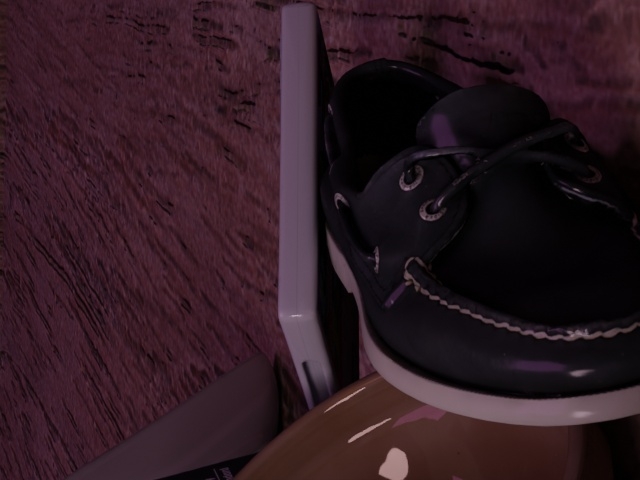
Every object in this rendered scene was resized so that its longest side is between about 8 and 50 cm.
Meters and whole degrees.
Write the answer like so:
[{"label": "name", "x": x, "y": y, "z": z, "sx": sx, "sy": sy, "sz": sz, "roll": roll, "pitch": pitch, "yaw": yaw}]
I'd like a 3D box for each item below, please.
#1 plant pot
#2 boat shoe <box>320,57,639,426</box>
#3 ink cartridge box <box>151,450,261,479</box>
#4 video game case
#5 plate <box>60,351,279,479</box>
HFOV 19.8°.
[{"label": "plant pot", "x": 0.044, "y": 0.167, "z": 0.847, "sx": 0.109, "sy": 0.237, "sz": 0.237, "roll": 52, "pitch": 177, "yaw": -25}, {"label": "boat shoe", "x": 0.071, "y": -0.017, "z": 0.813, "sx": 0.340, "sy": 0.127, "sz": 0.113, "roll": -120, "pitch": 21, "yaw": -73}, {"label": "ink cartridge box", "x": -0.034, "y": 0.191, "z": 1.006, "sx": 0.206, "sy": 0.208, "sz": 0.045, "roll": -125, "pitch": 22, "yaw": -59}, {"label": "video game case", "x": 0.000, "y": 0.000, "z": 1.032, "sx": 0.183, "sy": 0.023, "sz": 0.201, "roll": 75, "pitch": -167, "yaw": -57}, {"label": "plate", "x": -0.104, "y": 0.247, "z": 1.259, "sx": 0.045, "sy": 0.277, "sz": 0.278, "roll": 17, "pitch": 114, "yaw": 24}]
